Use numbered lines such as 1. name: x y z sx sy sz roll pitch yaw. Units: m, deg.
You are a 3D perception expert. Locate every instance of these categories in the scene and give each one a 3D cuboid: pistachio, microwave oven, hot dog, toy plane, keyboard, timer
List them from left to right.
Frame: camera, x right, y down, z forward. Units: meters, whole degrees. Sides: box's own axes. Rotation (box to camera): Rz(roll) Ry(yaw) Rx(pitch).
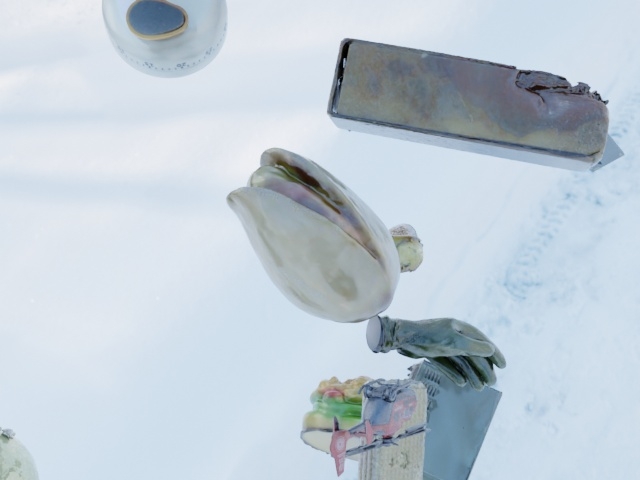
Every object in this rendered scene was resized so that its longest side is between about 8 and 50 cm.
1. timer: -0.293 -0.417 1.284 0.234 0.240 0.233 2 78 -7
2. pistachio: 0.000 0.000 0.723 0.144 0.215 0.144 -35 26 19
3. toy plane: 0.051 0.161 0.604 0.037 0.060 0.145 -4 2 37
4. hot dog: 0.102 0.015 0.964 0.083 0.068 0.289 -15 2 5
5. microwave oven: 0.276 0.440 1.646 0.219 0.355 0.286 21 81 12
6. keyboard: 0.391 -0.157 1.005 0.055 0.176 0.014 -29 48 32

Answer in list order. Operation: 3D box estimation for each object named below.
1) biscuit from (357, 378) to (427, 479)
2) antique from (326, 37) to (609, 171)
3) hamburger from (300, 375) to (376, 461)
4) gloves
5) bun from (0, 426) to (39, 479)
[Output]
1. biscuit: 0.118 0.346 1.100 0.062 0.108 0.238 0 85 60
2. antique: 0.169 -0.154 0.783 0.310 0.087 0.093 12 91 9
3. hamburger: 0.077 0.362 1.397 0.237 0.237 0.148 1 57 29
4. gloves: 0.214 0.189 1.225 0.135 0.268 0.107 138 151 -65
5. bun: -0.455 0.329 0.784 0.259 0.160 0.259 -8 33 5
